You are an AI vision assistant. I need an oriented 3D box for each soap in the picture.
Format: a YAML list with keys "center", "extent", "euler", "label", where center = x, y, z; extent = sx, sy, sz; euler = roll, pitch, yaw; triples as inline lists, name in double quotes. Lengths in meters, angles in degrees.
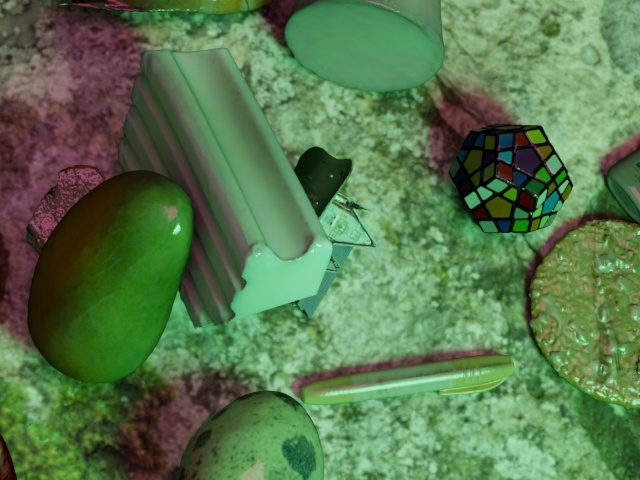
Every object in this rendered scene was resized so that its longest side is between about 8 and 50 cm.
- center: [-0.099, -0.043, 1.671]
  extent: [0.095, 0.173, 0.289]
  euler: [-9, 52, -26]
  label: "soap"

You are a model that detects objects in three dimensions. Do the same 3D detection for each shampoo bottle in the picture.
- center: [0.401, -0.086, 1.929]
  extent: [0.165, 0.040, 0.080]
  euler: [-32, 78, -21]
  label: "shampoo bottle"

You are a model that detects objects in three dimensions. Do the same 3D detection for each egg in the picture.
- center: [-0.065, 0.227, 1.662]
  extent: [0.141, 0.141, 0.182]
  euler: [25, 61, -5]
  label: "egg"

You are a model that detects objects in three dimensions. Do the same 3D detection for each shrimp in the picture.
- center: [-0.164, -0.310, 1.852]
  extent: [0.287, 0.063, 0.152]
  euler: [-6, 72, -19]
  label: "shrimp"

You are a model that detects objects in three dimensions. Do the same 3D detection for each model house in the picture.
- center: [0.000, 0.000, 1.768]
  extent: [0.088, 0.117, 0.167]
  euler: [32, 86, -29]
  label: "model house"

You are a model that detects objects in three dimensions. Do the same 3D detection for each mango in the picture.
- center: [-0.201, 0.030, 1.641]
  extent: [0.114, 0.251, 0.156]
  euler: [0, 45, -31]
  label: "mango"

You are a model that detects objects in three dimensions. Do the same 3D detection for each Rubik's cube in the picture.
- center: [0.203, -0.066, 1.836]
  extent: [0.112, 0.133, 0.133]
  euler: [34, 66, 26]
  label: "Rubik's cube"

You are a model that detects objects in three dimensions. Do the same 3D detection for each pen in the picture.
- center: [0.092, 0.149, 1.786]
  extent: [0.233, 0.032, 0.040]
  euler: [-8, 98, -14]
  label: "pen"

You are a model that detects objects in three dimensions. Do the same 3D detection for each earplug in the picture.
- center: [0.071, -0.334, 1.872]
  extent: [0.172, 0.172, 0.301]
  euler: [15, 64, -8]
  label: "earplug"

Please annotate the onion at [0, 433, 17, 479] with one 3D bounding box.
- center: [-0.421, 0.225, 1.562]
  extent: [0.273, 0.285, 0.273]
  euler: [-9, 113, -23]
  label: "onion"

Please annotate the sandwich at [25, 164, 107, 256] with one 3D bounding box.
- center: [-0.254, -0.026, 1.753]
  extent: [0.093, 0.036, 0.105]
  euler: [-3, 73, -14]
  label: "sandwich"

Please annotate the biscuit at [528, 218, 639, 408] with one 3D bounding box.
- center: [0.328, 0.079, 1.863]
  extent: [0.220, 0.033, 0.220]
  euler: [4, 71, -11]
  label: "biscuit"
